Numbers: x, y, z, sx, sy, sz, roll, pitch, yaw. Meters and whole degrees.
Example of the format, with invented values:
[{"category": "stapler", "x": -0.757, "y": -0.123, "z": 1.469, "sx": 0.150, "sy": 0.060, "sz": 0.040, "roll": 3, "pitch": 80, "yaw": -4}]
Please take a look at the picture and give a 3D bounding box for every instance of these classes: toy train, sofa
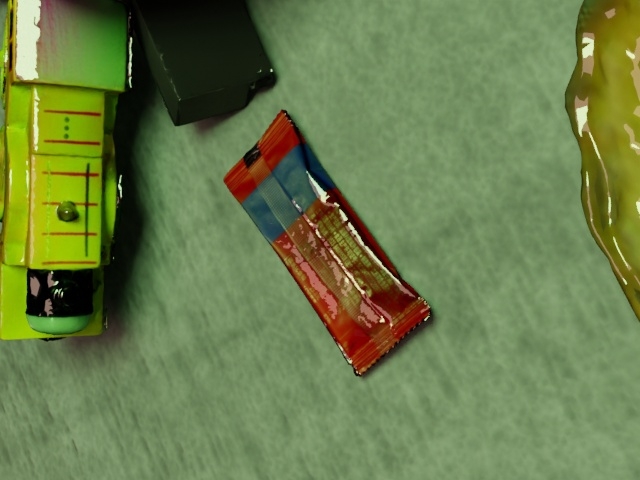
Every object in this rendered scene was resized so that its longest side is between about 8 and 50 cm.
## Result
[{"category": "toy train", "x": -0.218, "y": -0.057, "z": 0.699, "sx": 0.160, "sy": 0.100, "sz": 0.296, "roll": -168, "pitch": 79, "yaw": -64}, {"category": "sofa", "x": -0.104, "y": -0.172, "z": 0.682, "sx": 0.147, "sy": 0.085, "sz": 0.060, "roll": 65, "pitch": 163, "yaw": 10}]

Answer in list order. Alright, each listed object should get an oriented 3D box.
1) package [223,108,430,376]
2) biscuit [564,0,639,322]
[{"category": "package", "x": 0.000, "y": 0.000, "z": 0.647, "sx": 0.083, "sy": 0.022, "sz": 0.200, "roll": -43, "pitch": 71, "yaw": 25}, {"category": "biscuit", "x": 0.283, "y": -0.057, "z": 0.413, "sx": 0.335, "sy": 0.078, "sz": 0.329, "roll": -20, "pitch": 83, "yaw": 47}]
